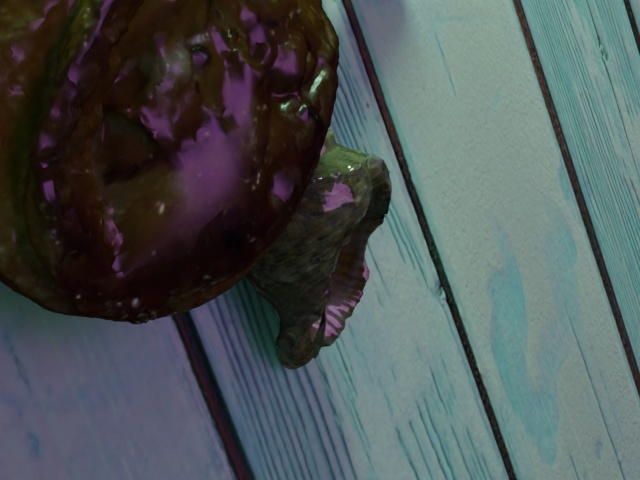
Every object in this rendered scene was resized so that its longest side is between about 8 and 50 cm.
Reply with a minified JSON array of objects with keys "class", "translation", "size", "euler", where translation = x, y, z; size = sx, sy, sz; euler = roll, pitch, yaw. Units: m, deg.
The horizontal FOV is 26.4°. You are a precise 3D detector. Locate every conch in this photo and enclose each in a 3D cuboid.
[{"class":"conch","translation":[0.000,0.000,1.048],"size":[0.155,0.130,0.207],"euler":[-14,111,-28]}]

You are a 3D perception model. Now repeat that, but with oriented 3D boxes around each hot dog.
[{"class":"hot dog","translation":[-0.109,-0.132,0.880],"size":[0.267,0.174,0.388],"euler":[49,41,-41]}]
